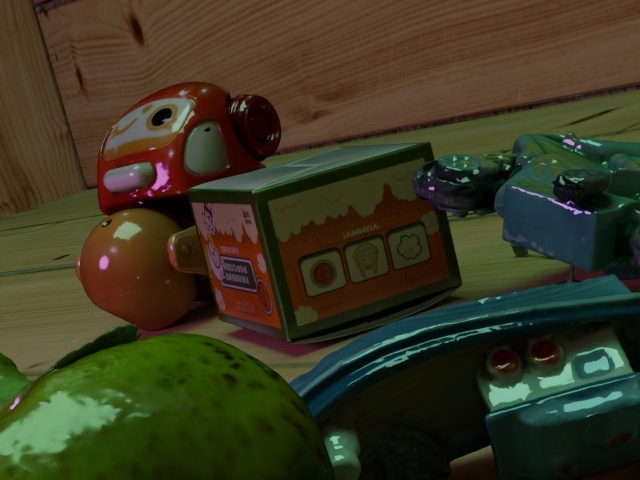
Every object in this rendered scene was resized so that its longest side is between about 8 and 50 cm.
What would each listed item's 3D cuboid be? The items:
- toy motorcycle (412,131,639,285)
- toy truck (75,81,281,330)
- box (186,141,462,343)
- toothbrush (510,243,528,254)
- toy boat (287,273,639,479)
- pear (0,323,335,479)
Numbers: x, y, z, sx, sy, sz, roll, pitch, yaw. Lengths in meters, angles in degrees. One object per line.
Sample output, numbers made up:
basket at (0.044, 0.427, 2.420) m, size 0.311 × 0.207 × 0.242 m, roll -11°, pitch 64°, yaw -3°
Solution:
toy motorcycle at (0.231, -0.025, 1.115) m, size 0.198 × 0.109 × 0.296 m, roll -16°, pitch 27°, yaw -38°
toy truck at (-0.167, -0.040, 1.477) m, size 0.189 × 0.265 × 0.239 m, roll -10°, pitch -1°, yaw 36°
box at (0.000, 0.000, 1.255) m, size 0.177 × 0.148 × 0.195 m, roll -18°, pitch 10°, yaw -22°
toothbrush at (0.226, 0.008, 1.260) m, size 0.014 × 0.017 × 0.162 m, roll -25°, pitch 12°, yaw -24°
toy boat at (0.072, 0.097, 0.730) m, size 0.238 × 0.109 × 0.098 m, roll -15°, pitch 43°, yaw -1°
pear at (-0.131, 0.131, 0.615) m, size 0.255 × 0.164 × 0.238 m, roll -9°, pitch 8°, yaw 29°
